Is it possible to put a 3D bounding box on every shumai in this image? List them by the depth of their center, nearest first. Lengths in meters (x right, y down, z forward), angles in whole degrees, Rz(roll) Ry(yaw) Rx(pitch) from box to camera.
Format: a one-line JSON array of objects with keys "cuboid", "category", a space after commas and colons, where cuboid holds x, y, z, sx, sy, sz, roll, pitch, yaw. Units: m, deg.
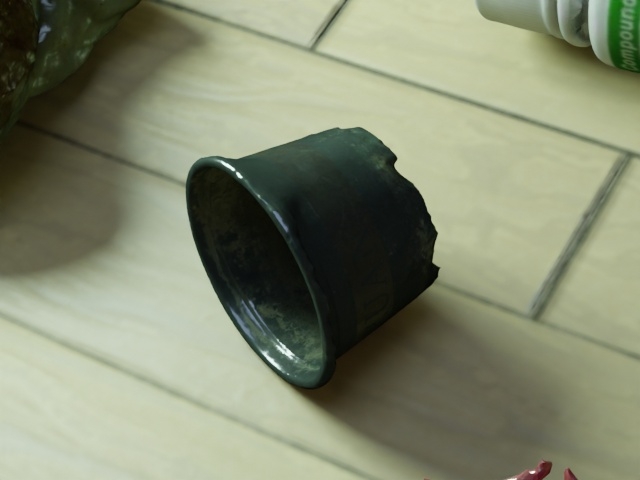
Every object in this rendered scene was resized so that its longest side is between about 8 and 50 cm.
[{"cuboid": [-0.242, -0.140, 1.249, 0.222, 0.203, 0.272, 43, 107, 37], "category": "shumai"}]

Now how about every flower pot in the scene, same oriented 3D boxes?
[{"cuboid": [0.000, 0.000, 1.063, 0.107, 0.157, 0.157, -28, 51, -25], "category": "flower pot"}]

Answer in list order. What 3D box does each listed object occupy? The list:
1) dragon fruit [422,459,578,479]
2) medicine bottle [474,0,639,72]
[{"cuboid": [0.068, 0.276, 0.724, 0.386, 0.249, 0.371, -3, 75, 26], "category": "dragon fruit"}, {"cuboid": [0.230, -0.178, 1.140, 0.237, 0.139, 0.139, 19, 60, 24], "category": "medicine bottle"}]
